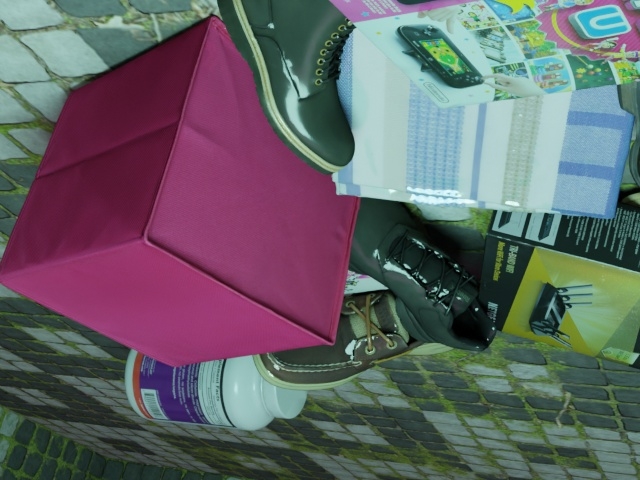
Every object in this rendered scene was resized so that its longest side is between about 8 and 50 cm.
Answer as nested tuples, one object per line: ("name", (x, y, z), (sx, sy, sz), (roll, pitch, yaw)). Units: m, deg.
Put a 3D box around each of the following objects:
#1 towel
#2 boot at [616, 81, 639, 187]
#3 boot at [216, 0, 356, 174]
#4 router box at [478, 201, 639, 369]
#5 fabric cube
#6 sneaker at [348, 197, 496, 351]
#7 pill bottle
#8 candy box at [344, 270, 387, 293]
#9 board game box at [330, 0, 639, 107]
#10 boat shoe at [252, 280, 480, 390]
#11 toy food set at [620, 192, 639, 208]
("towel", (0.145, -0.116, 0.868), (0.285, 0.034, 0.209), (7, 130, 11))
("boot", (0.358, -0.057, 0.748), (0.229, 0.091, 0.263), (43, 179, 43))
("boot", (0.008, -0.158, 0.801), (0.137, 0.077, 0.198), (-15, 117, 39))
("router box", (0.317, 0.051, 1.105), (0.243, 0.081, 0.309), (15, 159, 14))
("fabric cube", (-0.136, -0.035, 0.989), (0.258, 0.259, 0.254), (-15, 143, 43))
("sneaker", (0.122, 0.035, 1.120), (0.286, 0.109, 0.130), (44, 166, -34))
("pill bottle", (-0.191, 0.256, 1.725), (0.323, 0.181, 0.181), (-1, 152, 27))
("candy box", (0.000, 0.000, 1.213), (0.165, 0.070, 0.196), (-11, 146, 42))
("board game box", (0.171, -0.192, 0.620), (0.303, 0.097, 0.224), (-4, 161, 33))
("boat shoe", (0.075, 0.112, 1.261), (0.342, 0.123, 0.123), (-7, 152, -24))
("toy food set", (0.392, -0.029, 1.006), (0.132, 0.038, 0.192), (17, 162, 9))
